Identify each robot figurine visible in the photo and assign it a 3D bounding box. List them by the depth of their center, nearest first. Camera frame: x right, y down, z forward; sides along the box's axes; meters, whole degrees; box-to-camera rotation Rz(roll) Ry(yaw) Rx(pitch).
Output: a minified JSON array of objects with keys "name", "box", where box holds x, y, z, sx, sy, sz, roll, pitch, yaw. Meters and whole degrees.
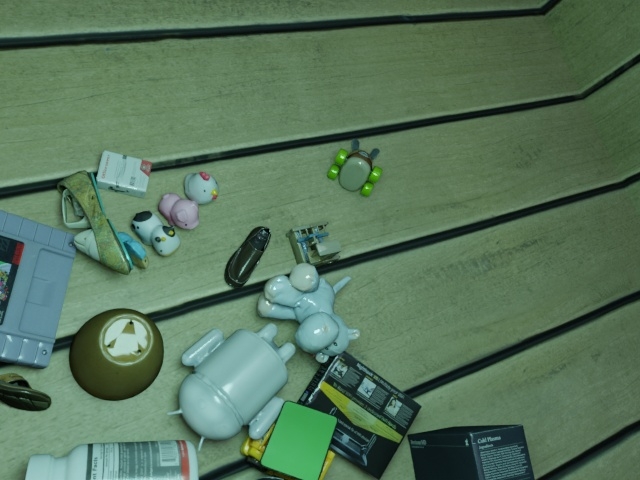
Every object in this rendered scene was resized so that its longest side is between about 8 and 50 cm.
[{"name":"robot figurine","box":[-0.225,0.375,1.518,0.300,0.200,0.353,46,61,5]}]

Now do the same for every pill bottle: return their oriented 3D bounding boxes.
[{"name":"pill bottle","box":[-0.479,0.575,1.333,0.362,0.210,0.210,5,70,-21]}]

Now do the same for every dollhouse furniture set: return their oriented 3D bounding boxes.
[{"name":"dollhouse furniture set","box":[0.000,0.000,1.758,0.129,0.183,0.129,-13,78,-27]}]

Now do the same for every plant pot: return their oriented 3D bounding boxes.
[{"name":"plant pot","box":[-0.484,0.261,1.416,0.237,0.254,0.237,8,68,-22]}]

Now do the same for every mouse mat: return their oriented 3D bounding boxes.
[{"name":"mouse mat","box":[-0.051,0.502,1.451,0.152,0.007,0.190,16,47,10]}]

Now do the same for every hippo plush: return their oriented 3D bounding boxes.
[{"name":"hippo plush","box":[-0.032,0.228,1.627,0.294,0.234,0.237,26,36,-56]}]

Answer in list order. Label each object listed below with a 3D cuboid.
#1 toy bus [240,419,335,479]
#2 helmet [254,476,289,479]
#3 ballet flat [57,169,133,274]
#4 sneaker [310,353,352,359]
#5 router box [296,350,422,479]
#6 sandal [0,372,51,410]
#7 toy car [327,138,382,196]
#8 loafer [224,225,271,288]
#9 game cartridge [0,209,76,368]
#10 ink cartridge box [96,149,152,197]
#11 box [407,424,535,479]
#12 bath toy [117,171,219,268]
[{"name":"toy bus","box":[-0.075,0.558,1.517,0.220,0.211,0.149,37,63,-6]},{"name":"helmet","box":[-0.124,0.681,1.413,0.169,0.169,0.162,26,45,-13]},{"name":"ballet flat","box":[-0.604,-0.037,1.520,0.123,0.123,0.348,-18,63,-28]},{"name":"sneaker","box":[0.030,0.335,1.739,0.158,0.061,0.065,33,35,-11]},{"name":"router box","box":[0.101,0.490,1.658,0.309,0.081,0.243,38,76,-9]},{"name":"sandal","box":[-0.749,0.347,1.380,0.219,0.090,0.060,19,44,-9]},{"name":"toy car","box":[0.135,-0.270,1.947,0.155,0.149,0.188,27,52,-2]},{"name":"loafer","box":[-0.213,0.039,1.711,0.080,0.078,0.220,30,63,-11]},{"name":"game cartridge","box":[-0.740,0.115,1.407,0.230,0.068,0.355,27,55,-41]},{"name":"ink cartridge box","box":[-0.561,-0.187,1.651,0.135,0.056,0.099,13,67,-20]},{"name":"box","box":[0.424,0.686,1.613,0.179,0.343,0.313,-2,74,-23]},{"name":"bath toy","box":[-0.411,-0.075,1.637,0.151,0.129,0.348,44,60,-4]}]
